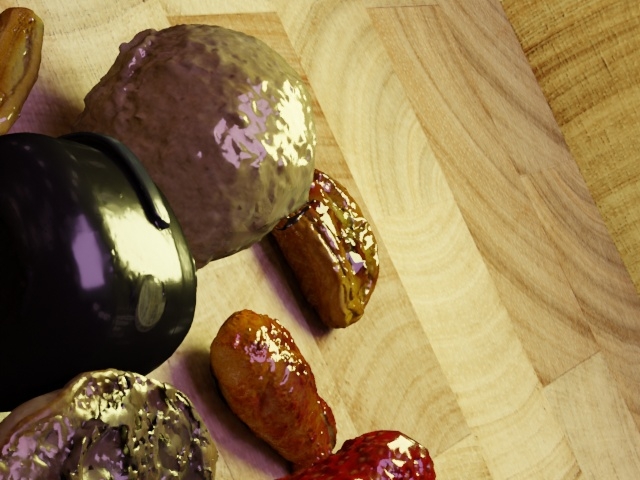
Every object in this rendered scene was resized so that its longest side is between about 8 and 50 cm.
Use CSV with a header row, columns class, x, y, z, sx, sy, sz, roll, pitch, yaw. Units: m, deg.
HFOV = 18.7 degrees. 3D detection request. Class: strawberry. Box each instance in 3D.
class,x,y,z,sx,sy,sz,roll,pitch,yaw
strawberry,0.017,0.342,2.017,0.261,0.257,0.261,54,18,-26

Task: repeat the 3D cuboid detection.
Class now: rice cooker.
class,x,y,z,sx,sy,sz,roll,pitch,yaw
rice cooker,-0.262,0.028,1.786,0.224,0.267,0.267,7,60,-57

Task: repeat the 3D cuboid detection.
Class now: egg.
class,x,y,z,sx,sy,sz,roll,pitch,yaw
egg,-0.136,-0.106,2.150,0.279,0.279,0.310,57,35,-15

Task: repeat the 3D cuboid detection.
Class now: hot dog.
class,x,y,z,sx,sy,sz,roll,pitch,yaw
hot dog,-0.001,0.000,2.493,0.227,0.099,0.160,55,25,-11
hot dog,-0.335,-0.173,2.067,0.066,0.047,0.216,16,39,-9

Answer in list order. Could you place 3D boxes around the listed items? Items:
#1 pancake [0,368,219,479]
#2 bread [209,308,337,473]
class,x,y,z,sx,sy,sz,roll,pitch,yaw
pancake,-0.192,0.298,1.725,0.382,0.071,0.382,-9,100,-59
bread,-0.042,0.181,2.242,0.269,0.095,0.139,52,34,-32
